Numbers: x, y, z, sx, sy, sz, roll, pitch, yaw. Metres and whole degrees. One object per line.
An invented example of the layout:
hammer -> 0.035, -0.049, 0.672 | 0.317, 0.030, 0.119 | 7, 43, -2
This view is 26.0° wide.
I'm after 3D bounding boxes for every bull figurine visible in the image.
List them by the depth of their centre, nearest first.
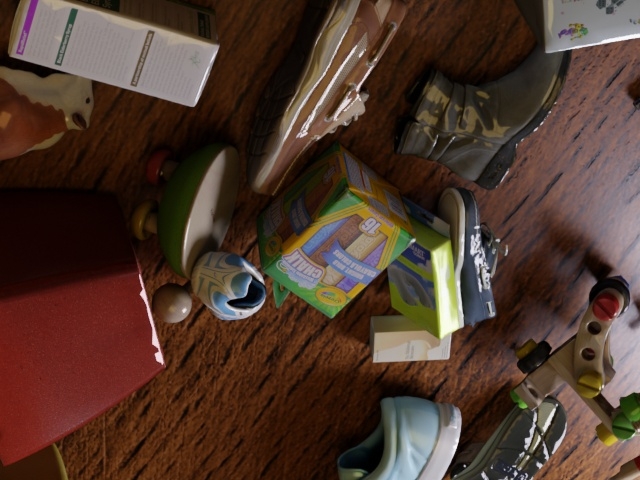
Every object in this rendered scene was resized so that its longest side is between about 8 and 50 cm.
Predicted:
bull figurine -> -0.434, -0.157, 1.711 | 0.310, 0.101, 0.188 | -28, 119, 9

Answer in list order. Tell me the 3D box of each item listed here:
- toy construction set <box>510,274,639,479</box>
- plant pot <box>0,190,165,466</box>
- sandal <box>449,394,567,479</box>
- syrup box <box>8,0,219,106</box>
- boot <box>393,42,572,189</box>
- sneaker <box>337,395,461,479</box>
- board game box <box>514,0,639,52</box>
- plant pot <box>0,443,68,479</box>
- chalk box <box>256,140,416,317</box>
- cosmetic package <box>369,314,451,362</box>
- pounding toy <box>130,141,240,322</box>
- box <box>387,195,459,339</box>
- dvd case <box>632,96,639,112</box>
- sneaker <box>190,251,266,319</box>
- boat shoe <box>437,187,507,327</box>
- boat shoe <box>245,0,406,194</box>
toy construction set -> 0.402, 0.231, 1.979 | 0.237, 0.309, 0.257 | -36, 113, 22
plant pot -> -0.344, 0.085, 1.803 | 0.235, 0.267, 0.267 | -16, 125, -8
sandal -> 0.268, 0.357, 2.169 | 0.120, 0.086, 0.303 | 40, 97, -22
syrup box -> -0.250, -0.251, 1.672 | 0.237, 0.093, 0.096 | 15, 121, -17
boot -> 0.205, -0.185, 1.790 | 0.161, 0.083, 0.246 | 23, 117, -15
sneaker -> 0.081, 0.384, 2.140 | 0.150, 0.135, 0.366 | 18, 111, -10
board game box -> 0.383, -0.327, 1.627 | 0.303, 0.224, 0.097 | -10, 122, -1
plant pot -> -0.461, 0.411, 2.040 | 0.212, 0.187, 0.212 | -3, 124, -6
chalk box -> 0.000, 0.000, 1.854 | 0.132, 0.132, 0.213 | 37, 111, -28
cosmetic package -> 0.130, 0.142, 2.022 | 0.115, 0.041, 0.060 | -3, 125, -5
pounding toy -> -0.191, -0.030, 1.809 | 0.110, 0.183, 0.237 | 18, 128, 12
box -> 0.138, 0.038, 1.912 | 0.042, 0.109, 0.178 | -28, 129, -25
dvd case -> 0.551, -0.167, 1.882 | 0.164, 0.018, 0.221 | -39, 119, 17
sneaker -> -0.106, 0.071, 1.849 | 0.086, 0.237, 0.085 | 25, 86, 14
boat shoe -> 0.211, 0.024, 1.918 | 0.079, 0.095, 0.254 | -11, 129, -5
boat shoe -> 0.005, -0.184, 1.739 | 0.116, 0.123, 0.324 | 18, 122, -21
